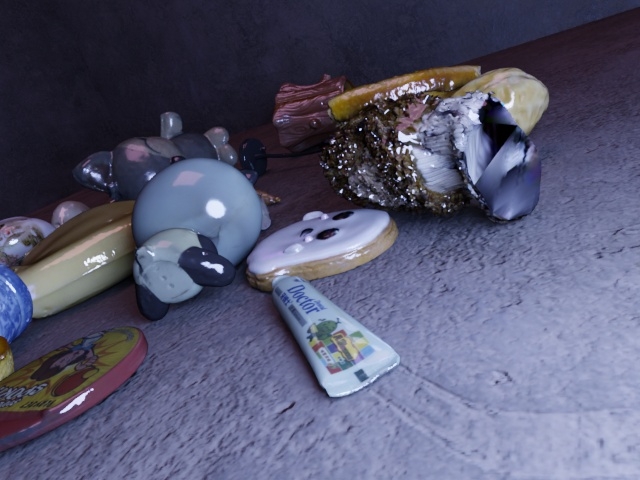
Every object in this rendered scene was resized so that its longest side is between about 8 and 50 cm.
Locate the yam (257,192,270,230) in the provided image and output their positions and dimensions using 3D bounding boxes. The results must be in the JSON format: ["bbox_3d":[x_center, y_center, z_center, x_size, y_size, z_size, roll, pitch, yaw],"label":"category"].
[{"bbox_3d":[-0.167,-0.043,1.036,0.141,0.079,0.079,-11,19,29],"label":"yam"}]

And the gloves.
[{"bbox_3d":[0.127,-0.102,0.722,0.210,0.135,0.312,17,-4,-42],"label":"gloves"}]

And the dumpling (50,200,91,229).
[{"bbox_3d":[-0.664,-0.042,1.570,0.155,0.181,0.111,3,-36,-32],"label":"dumpling"}]

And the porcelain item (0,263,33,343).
[{"bbox_3d":[-0.528,0.109,0.859,0.147,0.147,0.114,-17,15,9],"label":"porcelain item"}]

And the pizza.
[{"bbox_3d":[0.174,-0.236,1.011,0.251,0.074,0.287,-17,-13,27],"label":"pizza"}]

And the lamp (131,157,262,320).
[{"bbox_3d":[-0.182,-0.012,0.811,0.197,0.198,0.244,-16,35,14],"label":"lamp"}]

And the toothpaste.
[{"bbox_3d":[-0.005,0.079,0.558,0.067,0.037,0.255,-24,21,-13],"label":"toothpaste"}]

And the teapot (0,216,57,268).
[{"bbox_3d":[-0.704,0.042,1.292,0.298,0.139,0.204,-29,-8,-18],"label":"teapot"}]

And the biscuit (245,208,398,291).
[{"bbox_3d":[0.000,0.000,0.769,0.208,0.049,0.181,-16,19,17],"label":"biscuit"}]

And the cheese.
[{"bbox_3d":[-0.412,0.019,1.058,0.315,0.128,0.259,-33,28,-18],"label":"cheese"}]

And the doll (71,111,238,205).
[{"bbox_3d":[-0.418,-0.122,1.430,0.382,0.252,0.379,-32,-11,-43],"label":"doll"}]

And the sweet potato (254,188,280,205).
[{"bbox_3d":[-0.183,-0.088,1.227,0.226,0.068,0.068,11,33,35],"label":"sweet potato"}]

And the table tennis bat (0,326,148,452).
[{"bbox_3d":[-0.313,0.179,0.602,0.200,0.038,0.310,-12,15,28],"label":"table tennis bat"}]

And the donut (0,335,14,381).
[{"bbox_3d":[-0.467,0.183,0.711,0.162,0.066,0.178,-21,15,-18],"label":"donut"}]

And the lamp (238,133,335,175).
[{"bbox_3d":[-0.079,-0.205,1.470,0.371,0.130,0.108,16,60,42],"label":"lamp"}]

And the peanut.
[{"bbox_3d":[0.204,-0.169,0.891,0.305,0.147,0.147,-16,18,13],"label":"peanut"}]

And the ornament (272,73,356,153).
[{"bbox_3d":[-0.001,-0.386,1.693,0.217,0.221,0.235,-8,-6,24],"label":"ornament"}]
